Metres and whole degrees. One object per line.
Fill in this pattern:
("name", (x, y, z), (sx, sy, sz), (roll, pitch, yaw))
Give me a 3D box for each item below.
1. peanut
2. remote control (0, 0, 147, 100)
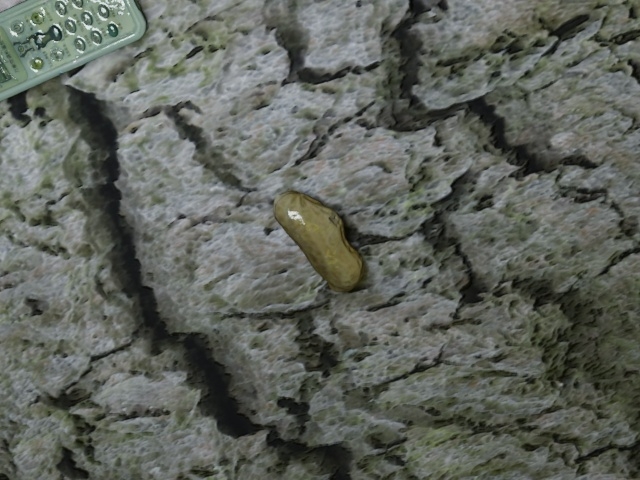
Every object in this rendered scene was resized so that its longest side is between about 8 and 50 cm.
("peanut", (0.000, 0.000, 1.785), (0.099, 0.099, 0.214), (-29, 106, 7))
("remote control", (-0.450, -0.325, 1.674), (0.335, 0.065, 0.128), (-23, 113, 5))
